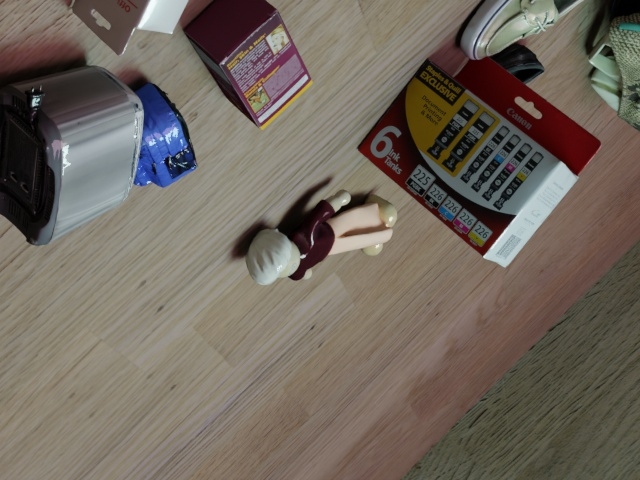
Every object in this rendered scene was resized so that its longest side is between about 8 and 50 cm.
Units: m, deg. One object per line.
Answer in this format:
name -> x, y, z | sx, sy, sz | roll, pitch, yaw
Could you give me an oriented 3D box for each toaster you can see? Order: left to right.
toaster -> -0.301, -0.112, 1.334 | 0.146, 0.129, 0.227 | -29, 147, -41

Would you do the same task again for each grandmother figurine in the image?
grandmother figurine -> 0.000, 0.000, 1.988 | 0.342, 0.104, 0.208 | -21, 135, -47

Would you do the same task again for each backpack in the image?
backpack -> -0.220, -0.133, 1.458 | 0.101, 0.098, 0.120 | -34, 153, -17

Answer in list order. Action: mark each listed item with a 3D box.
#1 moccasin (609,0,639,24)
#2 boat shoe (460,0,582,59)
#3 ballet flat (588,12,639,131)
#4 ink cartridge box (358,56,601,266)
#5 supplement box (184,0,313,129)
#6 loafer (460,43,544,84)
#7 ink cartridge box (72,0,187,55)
moccasin -> 0.654, -0.522, 2.200 | 0.117, 0.138, 0.342 | -30, 150, -18
boat shoe -> 0.374, -0.412, 1.972 | 0.302, 0.094, 0.109 | -41, 154, -12
ballet flat -> 0.656, -0.360, 2.381 | 0.483, 0.182, 0.164 | 45, 62, -71
ink cartridge box -> 0.271, -0.159, 1.928 | 0.272, 0.309, 0.130 | -52, 154, 9
supplement box -> -0.093, -0.245, 1.512 | 0.104, 0.081, 0.188 | -44, 155, -5
loafer -> 0.323, -0.290, 2.087 | 0.223, 0.078, 0.076 | -33, 151, -26
ink cartridge box -> -0.192, -0.303, 1.249 | 0.061, 0.104, 0.181 | -4, 132, -54
